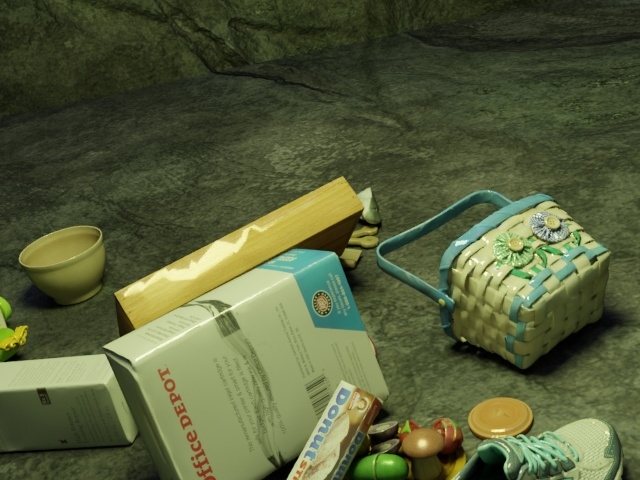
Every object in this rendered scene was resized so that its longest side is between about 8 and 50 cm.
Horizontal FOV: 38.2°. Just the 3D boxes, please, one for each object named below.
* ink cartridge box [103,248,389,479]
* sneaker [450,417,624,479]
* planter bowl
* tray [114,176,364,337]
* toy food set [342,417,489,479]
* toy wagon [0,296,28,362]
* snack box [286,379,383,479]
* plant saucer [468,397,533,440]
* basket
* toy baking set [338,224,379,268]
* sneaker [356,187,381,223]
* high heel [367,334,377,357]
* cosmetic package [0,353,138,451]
[{"bbox_3d":[-0.093,0.174,1.213,0.307,0.223,0.129,-27,16,-25],"label":"ink cartridge box"},{"bbox_3d":[0.227,0.263,1.009,0.283,0.122,0.110,-28,30,-27],"label":"sneaker"},{"bbox_3d":[-0.485,0.056,1.792,0.162,0.109,0.162,-12,26,6],"label":"planter bowl"},{"bbox_3d":[-0.130,0.054,1.506,0.411,0.203,0.076,-27,74,-20],"label":"tray"},{"bbox_3d":[0.107,0.254,1.145,0.218,0.071,0.128,-1,28,23],"label":"toy food set"},{"bbox_3d":[-0.666,0.195,1.653,0.344,0.068,0.267,-1,29,23],"label":"toy wagon"},{"bbox_3d":[0.009,0.262,1.130,0.064,0.022,0.178,16,72,48],"label":"snack box"},{"bbox_3d":[0.233,0.229,1.198,0.084,0.013,0.083,-11,27,6],"label":"plant saucer"},{"bbox_3d":[0.262,0.032,1.364,0.255,0.201,0.289,-30,40,-28],"label":"basket"},{"bbox_3d":[-0.004,0.003,1.758,0.256,0.030,0.197,21,36,41],"label":"toy baking set"},{"bbox_3d":[0.083,-0.059,1.815,0.061,0.053,0.152,-21,14,5],"label":"sneaker"},{"bbox_3d":[-0.006,0.146,1.455,0.244,0.117,0.082,19,74,26],"label":"high heel"},{"bbox_3d":[-0.388,0.241,1.366,0.231,0.117,0.085,-8,25,14],"label":"cosmetic package"}]
